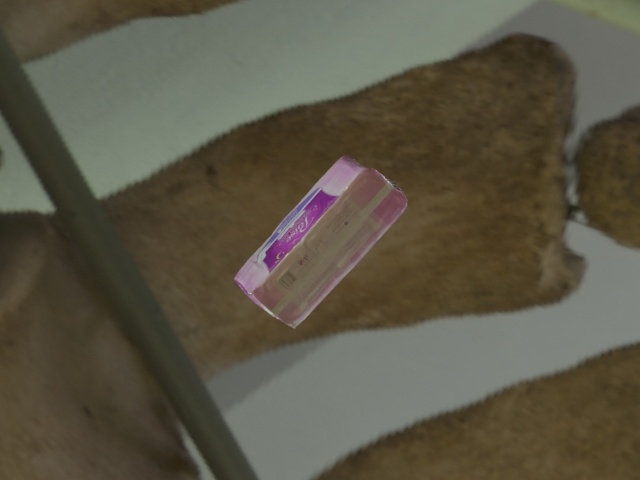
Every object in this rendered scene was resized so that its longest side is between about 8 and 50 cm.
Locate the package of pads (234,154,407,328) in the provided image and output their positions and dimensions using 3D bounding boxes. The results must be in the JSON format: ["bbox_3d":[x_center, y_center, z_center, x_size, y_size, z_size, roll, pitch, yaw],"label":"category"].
[{"bbox_3d":[0.000,0.000,0.821,0.032,0.050,0.083,43,-92,-15],"label":"package of pads"}]
